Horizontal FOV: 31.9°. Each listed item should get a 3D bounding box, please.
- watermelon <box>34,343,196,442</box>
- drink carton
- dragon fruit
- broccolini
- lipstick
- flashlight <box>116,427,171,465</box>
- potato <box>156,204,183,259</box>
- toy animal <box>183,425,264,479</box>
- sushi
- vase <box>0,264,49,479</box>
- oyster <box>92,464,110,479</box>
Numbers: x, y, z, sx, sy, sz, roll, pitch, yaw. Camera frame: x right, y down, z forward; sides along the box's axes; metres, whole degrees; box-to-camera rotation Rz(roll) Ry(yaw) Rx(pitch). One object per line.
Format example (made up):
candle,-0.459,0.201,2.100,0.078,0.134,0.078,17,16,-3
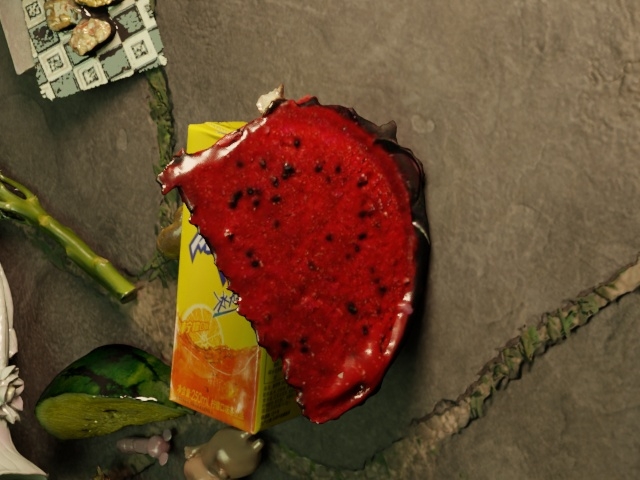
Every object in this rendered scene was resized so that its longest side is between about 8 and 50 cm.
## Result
watermelon,-0.307,0.224,1.583,0.301,0.123,0.129,-20,107,40
drink carton,-0.088,0.040,1.364,0.154,0.111,0.351,15,107,34
dragon fruit,0.000,0.000,1.229,0.344,0.282,0.100,62,160,-15
broccolini,-0.411,-0.007,1.644,0.392,0.074,0.079,37,77,26
lipstick,-0.429,-0.392,1.577,0.066,0.068,0.317,-19,86,36
flashlight,-0.246,0.291,1.583,0.110,0.031,0.052,-7,70,42
potato,-0.184,-0.008,1.473,0.092,0.045,0.046,-49,33,30
toy animal,-0.124,0.297,1.467,0.150,0.089,0.083,-50,46,36
sushi,-0.320,-0.309,1.484,0.192,0.040,0.210,-15,88,16
vase,-0.555,0.195,1.655,0.250,0.250,0.445,-38,67,36
oyster,-0.271,0.397,1.606,0.177,0.056,0.105,41,132,26
